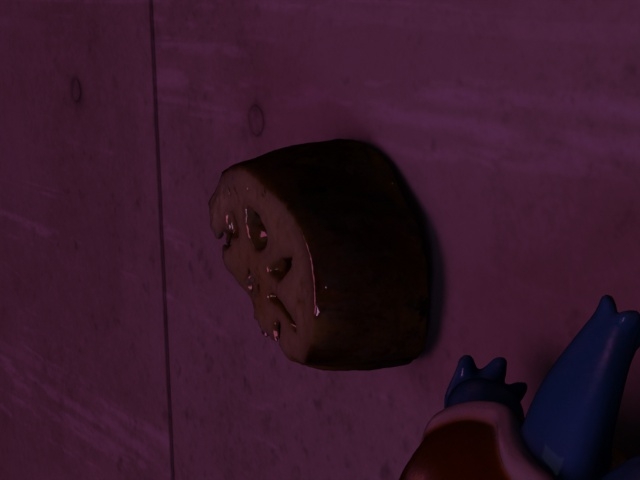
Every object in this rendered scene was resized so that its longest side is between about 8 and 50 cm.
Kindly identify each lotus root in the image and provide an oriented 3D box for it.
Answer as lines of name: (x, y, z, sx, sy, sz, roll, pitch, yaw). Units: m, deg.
lotus root: (0.000, 0.000, 1.248, 0.235, 0.119, 0.138, 56, 143, 38)

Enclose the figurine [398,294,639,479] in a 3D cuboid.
figurine: (0.141, 0.193, 0.970, 0.416, 0.243, 0.297, -10, 93, 44)
